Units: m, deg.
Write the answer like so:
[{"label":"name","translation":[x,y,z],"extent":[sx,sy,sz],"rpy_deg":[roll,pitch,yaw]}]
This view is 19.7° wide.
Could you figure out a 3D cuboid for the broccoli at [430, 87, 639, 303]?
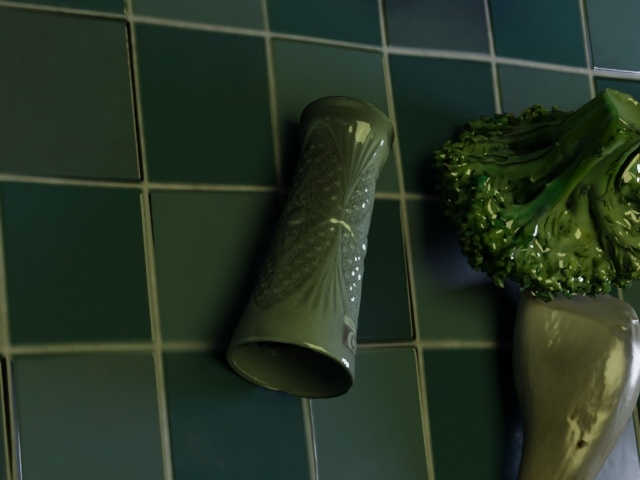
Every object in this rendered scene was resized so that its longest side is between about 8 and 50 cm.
[{"label":"broccoli","translation":[0.205,-0.048,1.481],"extent":[0.219,0.194,0.194],"rpy_deg":[28,60,-8]}]

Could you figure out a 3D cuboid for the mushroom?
[{"label":"mushroom","translation":[0.205,0.140,1.522],"extent":[0.116,0.093,0.225],"rpy_deg":[9,81,-11]}]

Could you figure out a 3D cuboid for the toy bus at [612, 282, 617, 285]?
[{"label":"toy bus","translation":[0.320,-0.043,1.665],"extent":[0.226,0.074,0.081],"rpy_deg":[-33,101,-40]}]

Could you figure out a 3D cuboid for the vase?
[{"label":"vase","translation":[0.000,0.000,1.384],"extent":[0.096,0.096,0.219],"rpy_deg":[31,58,-30]}]
